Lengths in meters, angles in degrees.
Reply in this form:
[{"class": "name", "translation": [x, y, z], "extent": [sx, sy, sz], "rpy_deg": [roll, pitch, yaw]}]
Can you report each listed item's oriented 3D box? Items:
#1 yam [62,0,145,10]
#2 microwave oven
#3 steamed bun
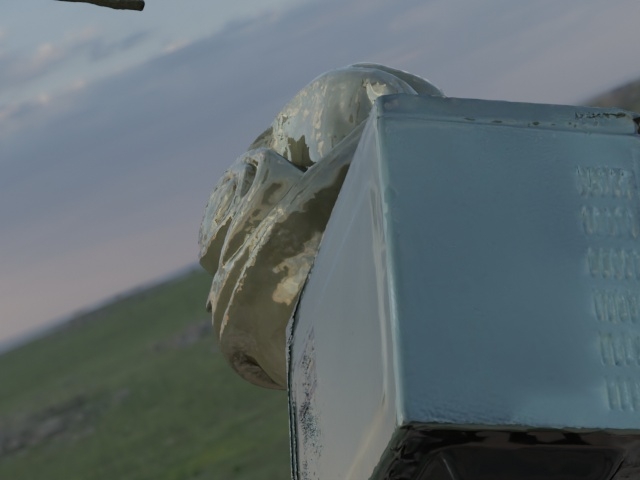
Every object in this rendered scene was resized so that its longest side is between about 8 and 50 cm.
[{"class": "yam", "translation": [-0.290, -0.257, 1.836], "extent": [0.234, 0.029, 0.027], "rpy_deg": [9, 5, -9]}, {"class": "microwave oven", "translation": [0.093, 0.082, 1.117], "extent": [0.181, 0.237, 0.295], "rpy_deg": [3, -30, -12]}, {"class": "steamed bun", "translation": [0.000, 0.000, 1.927], "extent": [0.255, 0.367, 0.342], "rpy_deg": [8, -31, -2]}]
